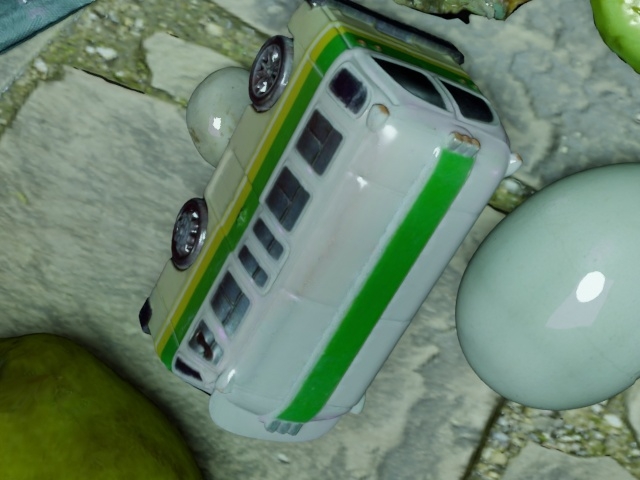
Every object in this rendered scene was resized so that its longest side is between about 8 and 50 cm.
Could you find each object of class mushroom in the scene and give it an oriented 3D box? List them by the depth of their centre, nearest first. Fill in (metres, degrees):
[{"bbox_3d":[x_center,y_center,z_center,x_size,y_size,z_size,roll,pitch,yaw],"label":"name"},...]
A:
[{"bbox_3d":[-0.073,-0.095,0.824,0.079,0.085,0.085,5,114,52],"label":"mushroom"}]

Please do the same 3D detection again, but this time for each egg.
[{"bbox_3d":[0.191,0.032,0.749,0.151,0.151,0.209,45,113,-3],"label":"egg"}]

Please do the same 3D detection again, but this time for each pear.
[{"bbox_3d":[-0.252,0.282,0.852,0.352,0.352,0.413,-9,90,17],"label":"pear"}]

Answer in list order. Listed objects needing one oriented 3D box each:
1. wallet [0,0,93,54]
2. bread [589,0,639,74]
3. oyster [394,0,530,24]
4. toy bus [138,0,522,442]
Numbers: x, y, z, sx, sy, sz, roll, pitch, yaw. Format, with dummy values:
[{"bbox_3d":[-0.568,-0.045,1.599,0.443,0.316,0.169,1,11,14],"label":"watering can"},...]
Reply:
[{"bbox_3d":[-0.342,-0.300,0.821,0.237,0.075,0.342,-23,101,17],"label":"wallet"},{"bbox_3d":[0.255,-0.174,0.706,0.139,0.071,0.130,-36,94,22],"label":"bread"},{"bbox_3d":[0.086,-0.274,0.710,0.198,0.092,0.259,-4,110,20],"label":"oyster"},{"bbox_3d":[0.000,0.000,0.749,0.143,0.179,0.305,15,118,-32],"label":"toy bus"}]
